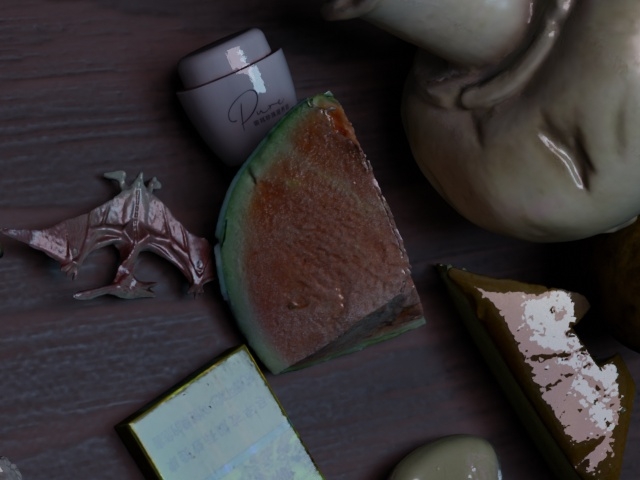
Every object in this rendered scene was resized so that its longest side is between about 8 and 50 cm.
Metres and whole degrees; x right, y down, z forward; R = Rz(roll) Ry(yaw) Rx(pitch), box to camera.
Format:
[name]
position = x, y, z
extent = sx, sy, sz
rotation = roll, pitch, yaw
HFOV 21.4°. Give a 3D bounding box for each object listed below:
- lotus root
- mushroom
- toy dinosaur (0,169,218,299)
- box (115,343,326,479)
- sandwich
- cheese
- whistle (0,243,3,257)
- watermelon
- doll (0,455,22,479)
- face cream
[lotus root]
position = 0.306, 0.029, 1.430
extent = 0.169, 0.314, 0.141
rotation = -7, 104, 4
[mushroom]
position = 0.160, -0.172, 1.354
extent = 0.336, 0.314, 0.314
rotation = 24, 69, -33
[toy dinosaur]
position = -0.147, -0.001, 1.300
extent = 0.220, 0.032, 0.108
rotation = 9, 74, -33
[box]
position = -0.059, 0.193, 1.313
extent = 0.121, 0.030, 0.193
rotation = -33, 97, -30
[sandwich]
position = 0.195, 0.105, 1.436
extent = 0.088, 0.090, 0.244
rotation = -33, 94, -13
[cheese]
position = 0.071, 0.209, 1.362
extent = 0.192, 0.037, 0.097
rotation = 0, 79, -39
[whistle]
position = -0.317, -0.125, 1.220
extent = 0.068, 0.057, 0.326
rotation = -23, 91, -31
[watermelon]
position = -0.016, 0.002, 1.340
extent = 0.146, 0.128, 0.231
rotation = -24, 106, 0
[doll]
position = -0.191, 0.231, 1.187
extent = 0.221, 0.105, 0.115
rotation = 29, 103, -22
[face cream]
position = -0.064, -0.113, 1.342
extent = 0.091, 0.091, 0.095
rotation = -30, 104, -31
